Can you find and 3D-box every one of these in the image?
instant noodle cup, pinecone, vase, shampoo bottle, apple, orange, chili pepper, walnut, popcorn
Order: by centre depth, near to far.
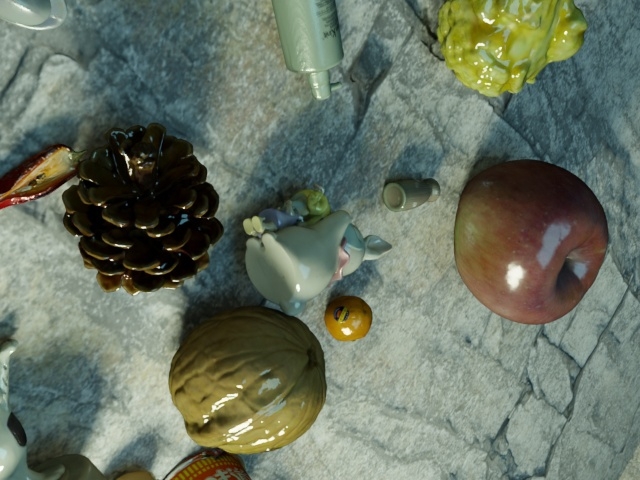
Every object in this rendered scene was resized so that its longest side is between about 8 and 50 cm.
[{"bbox_3d":[-0.345,-0.059,0.846,0.178,0.027,0.045,-39,127,-21],"label":"chili pepper"},{"bbox_3d":[-0.210,-0.041,0.872,0.185,0.169,0.212,-62,158,-27],"label":"pinecone"},{"bbox_3d":[-0.021,-0.308,0.969,0.085,0.085,0.262,-31,128,-27],"label":"shampoo bottle"},{"bbox_3d":[-0.104,0.201,1.059,0.228,0.228,0.227,-19,121,-34],"label":"walnut"},{"bbox_3d":[-0.135,0.456,1.147,0.193,0.212,0.193,-19,121,-34],"label":"instant noodle cup"},{"bbox_3d":[0.290,-0.355,1.153,0.255,0.195,0.256,21,95,-35],"label":"popcorn"},{"bbox_3d":[0.048,0.131,1.242,0.084,0.084,0.083,-19,121,-34],"label":"orange"},{"bbox_3d":[0.157,-0.080,1.257,0.101,0.053,0.053,-12,118,-41],"label":"vase"},{"bbox_3d":[0.376,0.000,1.359,0.306,0.235,0.305,-20,125,-31],"label":"apple"}]

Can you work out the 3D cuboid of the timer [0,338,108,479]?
[{"bbox_3d":[-0.384,0.269,0.913,0.175,0.175,0.265,-32,110,-26],"label":"timer"}]

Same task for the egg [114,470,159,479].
[{"bbox_3d":[-0.279,0.381,1.081,0.097,0.080,0.080,-15,120,-18],"label":"egg"}]

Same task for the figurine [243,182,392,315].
[{"bbox_3d":[0.000,0.000,1.111,0.236,0.127,0.155,-27,84,-46],"label":"figurine"}]

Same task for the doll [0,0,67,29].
[{"bbox_3d":[-0.308,-0.298,0.687,0.259,0.153,0.194,-13,133,-16],"label":"doll"}]
